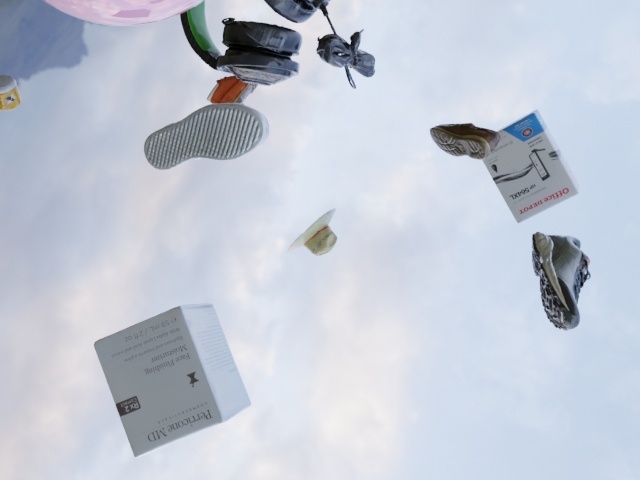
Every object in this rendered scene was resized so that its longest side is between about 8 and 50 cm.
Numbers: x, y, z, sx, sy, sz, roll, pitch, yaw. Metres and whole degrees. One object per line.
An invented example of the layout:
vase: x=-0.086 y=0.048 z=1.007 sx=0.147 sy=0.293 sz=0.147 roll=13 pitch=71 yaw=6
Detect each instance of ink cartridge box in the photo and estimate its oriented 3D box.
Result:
ink cartridge box: x=0.454 y=-0.161 z=1.621 sx=0.148 sy=0.203 sz=0.086 roll=-29 pitch=-177 yaw=24

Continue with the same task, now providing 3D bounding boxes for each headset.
headset: x=-0.080 y=-0.345 z=1.110 sx=0.394 sy=0.185 sz=0.243 roll=36 pitch=-69 yaw=25

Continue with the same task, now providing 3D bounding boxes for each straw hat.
straw hat: x=0.000 y=0.000 z=1.625 sx=0.144 sy=0.144 sz=0.061 roll=-44 pitch=-99 yaw=13

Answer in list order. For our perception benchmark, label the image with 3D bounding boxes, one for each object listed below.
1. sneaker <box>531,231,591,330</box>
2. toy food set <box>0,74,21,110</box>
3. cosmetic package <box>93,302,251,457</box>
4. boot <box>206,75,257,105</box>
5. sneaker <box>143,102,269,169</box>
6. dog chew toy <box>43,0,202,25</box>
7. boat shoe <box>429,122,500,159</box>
sneaker: x=0.474 y=0.067 z=1.431 sx=0.108 sy=0.100 sz=0.271 roll=-4 pitch=-146 yaw=11
toy food set: x=-0.555 y=-0.234 z=1.045 sx=0.233 sy=0.104 sz=0.111 roll=-9 pitch=-133 yaw=-8
cosmetic package: x=-0.223 y=0.208 z=1.138 sx=0.151 sy=0.151 sz=0.183 roll=-24 pitch=-98 yaw=8
boot: x=-0.188 y=-0.356 z=1.660 sx=0.157 sy=0.085 sz=0.059 roll=-56 pitch=174 yaw=-10
sneaker: x=-0.183 y=-0.207 z=1.385 sx=0.282 sy=0.102 sz=0.161 roll=-3 pitch=-165 yaw=35
dog chew toy: x=-0.177 y=-0.298 z=0.463 sx=0.207 sy=0.332 sz=0.206 roll=-15 pitch=-127 yaw=21
boat shoe: x=0.301 y=-0.213 z=1.542 sx=0.060 sy=0.064 sz=0.178 roll=-38 pitch=-148 yaw=-18
